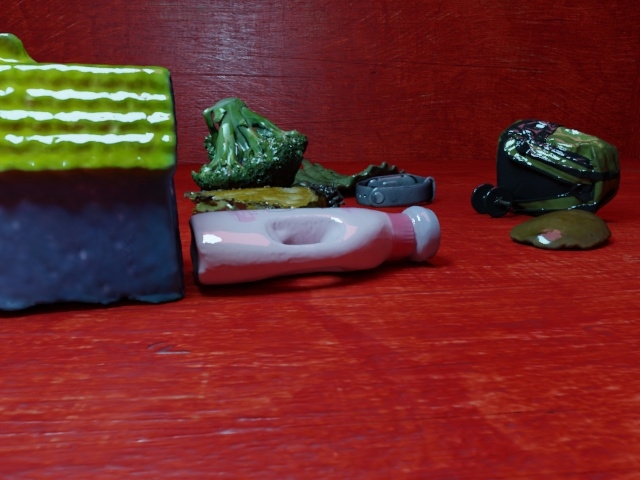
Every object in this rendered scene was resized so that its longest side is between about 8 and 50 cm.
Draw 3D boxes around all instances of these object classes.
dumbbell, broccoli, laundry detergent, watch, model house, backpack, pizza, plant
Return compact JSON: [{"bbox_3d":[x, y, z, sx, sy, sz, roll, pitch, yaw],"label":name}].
[{"bbox_3d":[0.374,-0.088,1.125,0.069,0.069,0.147,-3,12,-12],"label":"dumbbell"},{"bbox_3d":[-0.188,-0.206,1.264,0.308,0.275,0.308,-20,24,10],"label":"broccoli"},{"bbox_3d":[0.000,0.000,0.688,0.335,0.087,0.159,-4,17,-18],"label":"laundry detergent"},{"bbox_3d":[0.195,-0.130,1.341,0.206,0.068,0.193,-4,16,1],"label":"watch"},{"bbox_3d":[-0.288,-0.079,0.605,0.237,0.303,0.215,-3,19,-14],"label":"model house"},{"bbox_3d":[0.492,-0.145,1.092,0.140,0.207,0.253,-33,37,-26],"label":"backpack"},{"bbox_3d":[-0.111,-0.056,0.983,0.288,0.074,0.251,-4,12,-14],"label":"pizza"},{"bbox_3d":[-0.016,-0.104,1.209,0.085,0.087,0.174,28,-3,-40],"label":"plant"}]

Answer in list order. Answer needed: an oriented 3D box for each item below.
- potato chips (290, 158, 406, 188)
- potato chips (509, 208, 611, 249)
[{"bbox_3d":[0.049,-0.197,1.575,0.389,0.097,0.373,8,16,40],"label":"potato chips"},{"bbox_3d":[0.415,-0.025,0.888,0.202,0.049,0.150,-19,16,-39],"label":"potato chips"}]
